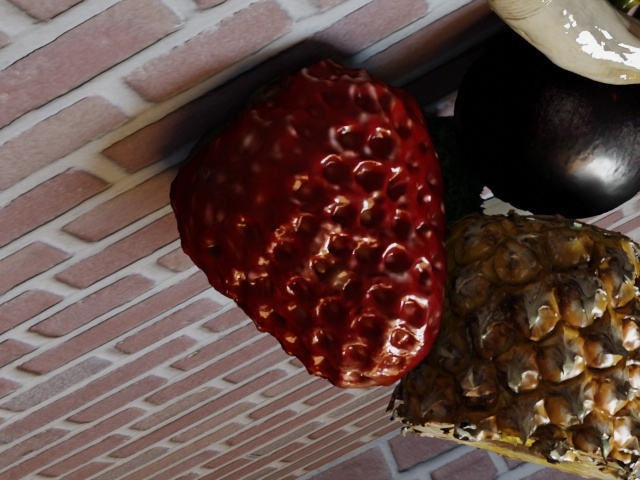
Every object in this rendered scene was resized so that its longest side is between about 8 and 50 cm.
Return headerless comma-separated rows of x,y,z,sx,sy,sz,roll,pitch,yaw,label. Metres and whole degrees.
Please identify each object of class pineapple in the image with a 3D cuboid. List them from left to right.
0.260,0.122,1.658,0.352,0.300,0.352,13,178,1,pineapple

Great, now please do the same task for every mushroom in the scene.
0.243,-0.249,1.465,0.123,0.095,0.351,3,166,46,mushroom

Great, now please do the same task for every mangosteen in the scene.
0.305,-0.175,1.698,0.275,0.275,0.302,5,112,-57,mangosteen

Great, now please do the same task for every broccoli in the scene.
0.113,-0.072,1.823,0.219,0.194,0.194,-25,167,-41,broccoli

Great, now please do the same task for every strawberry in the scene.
0.000,0.000,1.576,0.317,0.345,0.295,-26,158,14,strawberry

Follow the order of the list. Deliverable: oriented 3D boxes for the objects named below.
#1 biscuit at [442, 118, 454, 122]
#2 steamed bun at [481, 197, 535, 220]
0.122,-0.074,2.027,0.359,0.046,0.359,-23,161,-8,biscuit
0.319,0.030,2.381,0.146,0.164,0.242,-20,163,-10,steamed bun
